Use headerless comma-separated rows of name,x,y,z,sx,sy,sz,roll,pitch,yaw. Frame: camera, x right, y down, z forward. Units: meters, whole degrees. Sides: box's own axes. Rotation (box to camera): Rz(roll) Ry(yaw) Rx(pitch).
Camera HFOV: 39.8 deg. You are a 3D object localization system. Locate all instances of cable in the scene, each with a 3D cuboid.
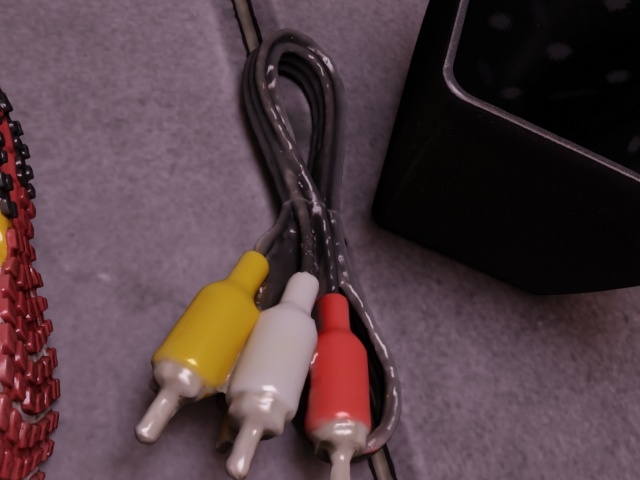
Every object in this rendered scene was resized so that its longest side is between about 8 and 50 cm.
cable,0.000,0.000,0.477,0.139,0.072,0.287,23,58,-17

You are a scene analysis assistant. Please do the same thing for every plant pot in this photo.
plant pot,0.129,-0.073,0.511,0.187,0.167,0.188,23,59,-11

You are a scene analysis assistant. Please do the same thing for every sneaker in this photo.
sneaker,-0.173,0.028,0.395,0.093,0.088,0.225,-12,69,-6
